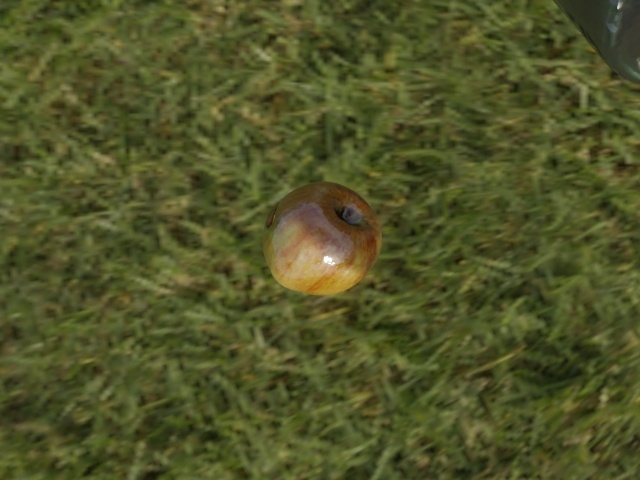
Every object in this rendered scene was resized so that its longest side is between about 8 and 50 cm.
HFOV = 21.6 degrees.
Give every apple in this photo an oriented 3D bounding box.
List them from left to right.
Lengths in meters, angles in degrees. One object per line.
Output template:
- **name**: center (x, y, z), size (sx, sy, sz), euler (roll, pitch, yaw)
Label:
- **apple**: center (0.000, 0.000, 1.193), size (0.084, 0.084, 0.071), euler (53, 130, 10)

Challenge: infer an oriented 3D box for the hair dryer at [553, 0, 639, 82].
- **hair dryer**: center (0.040, -0.199, 0.577), size (0.116, 0.302, 0.244), euler (-45, 60, 16)
